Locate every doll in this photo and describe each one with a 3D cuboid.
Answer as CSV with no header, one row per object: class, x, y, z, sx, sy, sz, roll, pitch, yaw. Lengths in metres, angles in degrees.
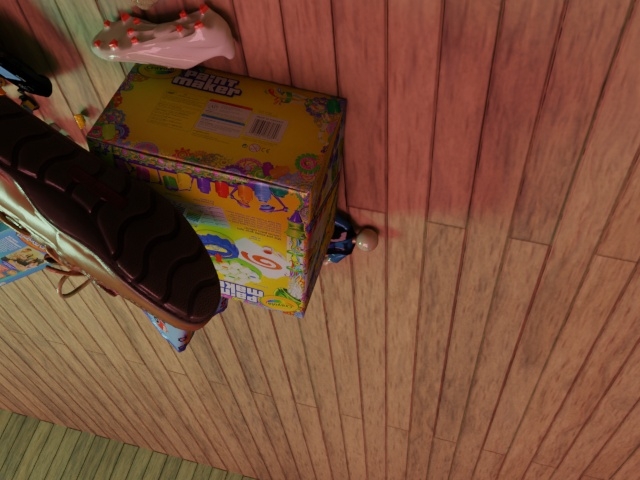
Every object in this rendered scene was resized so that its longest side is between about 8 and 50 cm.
doll,0.000,0.000,1.286,0.189,0.046,0.129,-2,137,8

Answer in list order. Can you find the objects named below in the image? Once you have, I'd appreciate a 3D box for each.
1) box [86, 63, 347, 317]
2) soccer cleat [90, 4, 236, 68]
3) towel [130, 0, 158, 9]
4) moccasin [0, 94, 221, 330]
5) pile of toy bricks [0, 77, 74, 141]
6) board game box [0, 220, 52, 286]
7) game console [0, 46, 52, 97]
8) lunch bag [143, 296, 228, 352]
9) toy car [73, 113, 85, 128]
box,-0.132,-0.068,1.097,0.289,0.177,0.279,14,142,7
soccer cleat,-0.199,-0.242,0.991,0.196,0.068,0.076,0,149,24
towel,-0.225,-0.328,0.896,0.110,0.027,0.148,-12,138,44
moccasin,-0.290,-0.014,0.978,0.380,0.139,0.147,32,144,-9
pile of toy bricks,-0.504,-0.171,1.238,0.118,0.105,0.212,-5,143,35
board game box,-0.608,0.014,1.557,0.210,0.047,0.160,-20,149,10
game console,-0.502,-0.288,1.023,0.361,0.044,0.213,35,177,-43
lunch bag,-0.296,0.012,1.338,0.293,0.138,0.221,36,144,12
toy car,-0.324,-0.164,1.239,0.122,0.060,0.040,53,-177,-22
